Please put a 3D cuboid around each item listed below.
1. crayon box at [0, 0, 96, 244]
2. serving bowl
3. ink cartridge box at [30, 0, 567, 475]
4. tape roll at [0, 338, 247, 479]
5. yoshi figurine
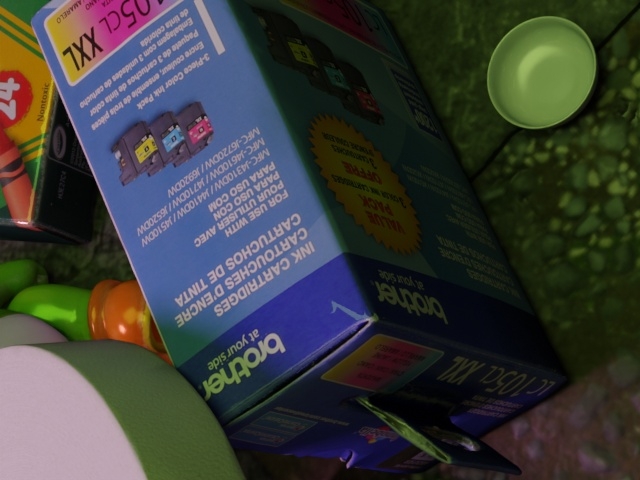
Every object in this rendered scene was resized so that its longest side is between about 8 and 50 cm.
[{"bbox_3d":[-0.327,-0.105,1.656,0.318,0.081,0.202,2,78,29],"label":"crayon box"},{"bbox_3d":[0.162,-0.116,1.422,0.083,0.027,0.083,-7,74,27],"label":"serving bowl"},{"bbox_3d":[0.000,0.000,1.339,0.151,0.270,0.395,-34,63,23],"label":"ink cartridge box"},{"bbox_3d":[-0.150,0.257,1.257,0.392,0.072,0.392,6,97,55],"label":"tape roll"},{"bbox_3d":[-0.271,0.124,1.544,0.362,0.203,0.203,-2,112,15],"label":"yoshi figurine"}]
